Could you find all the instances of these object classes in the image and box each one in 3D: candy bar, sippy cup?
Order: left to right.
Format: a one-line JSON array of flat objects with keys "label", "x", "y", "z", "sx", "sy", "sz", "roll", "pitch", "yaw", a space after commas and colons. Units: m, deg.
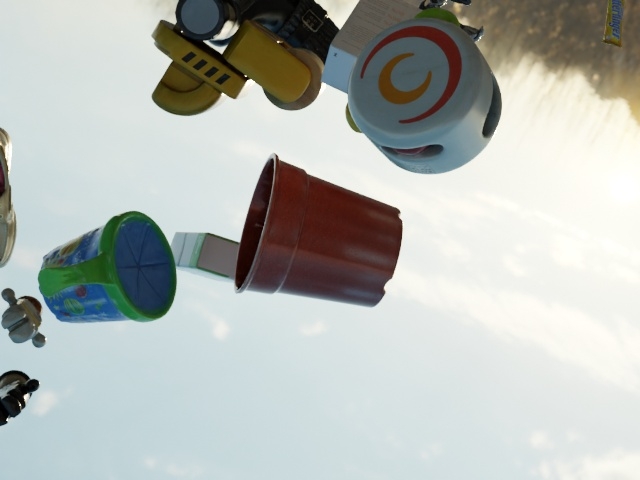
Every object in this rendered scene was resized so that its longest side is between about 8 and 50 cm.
[{"label": "sippy cup", "x": -0.456, "y": 0.074, "z": 2.239, "sx": 0.305, "sy": 0.224, "sz": 0.240, "roll": 50, "pitch": -145, "yaw": -45}, {"label": "candy bar", "x": 0.588, "y": -0.447, "z": 2.134, "sx": 0.040, "sy": 0.018, "sz": 0.161, "roll": 12, "pitch": -119, "yaw": 4}]

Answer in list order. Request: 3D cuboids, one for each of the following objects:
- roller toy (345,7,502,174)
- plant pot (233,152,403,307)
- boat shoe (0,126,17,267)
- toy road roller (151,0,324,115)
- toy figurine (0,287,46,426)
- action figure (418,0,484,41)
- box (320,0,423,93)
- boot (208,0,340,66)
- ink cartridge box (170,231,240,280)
[{"label": "roller toy", "x": 0.144, "y": -0.192, "z": 1.470, "sx": 0.191, "sy": 0.209, "sz": 0.146, "roll": 55, "pitch": -171, "yaw": 30}, {"label": "plant pot", "x": 0.000, "y": 0.000, "z": 2.021, "sx": 0.265, "sy": 0.272, "sz": 0.272, "roll": 15, "pitch": -160, "yaw": -12}, {"label": "boat shoe", "x": -0.390, "y": -0.050, "z": 1.244, "sx": 0.063, "sy": 0.170, "sz": 0.059, "roll": -3, "pitch": -176, "yaw": -3}, {"label": "toy road roller", "x": -0.173, "y": -0.315, "z": 2.037, "sx": 0.329, "sy": 0.241, "sz": 0.202, "roll": 34, "pitch": -168, "yaw": -2}, {"label": "toy figurine", "x": -0.528, "y": 0.165, "z": 1.630, "sx": 0.213, "sy": 0.210, "sz": 0.148, "roll": 10, "pitch": -173, "yaw": -9}, {"label": "action figure", "x": 0.266, "y": -0.460, "z": 2.200, "sx": 0.141, "sy": 0.276, "sz": 0.164, "roll": 44, "pitch": -145, "yaw": 6}, {"label": "box", "x": 0.096, "y": -0.321, "z": 1.790, "sx": 0.130, "sy": 0.091, "sz": 0.170, "roll": 27, "pitch": -125, "yaw": 5}, {"label": "boot", "x": -0.092, "y": -0.451, "z": 2.365, "sx": 0.131, "sy": 0.260, "sz": 0.348, "roll": -9, "pitch": -152, "yaw": 50}, {"label": "ink cartridge box", "x": -0.252, "y": 0.042, "z": 2.536, "sx": 0.160, "sy": 0.093, "sz": 0.219, "roll": 19, "pitch": 173, "yaw": -27}]
